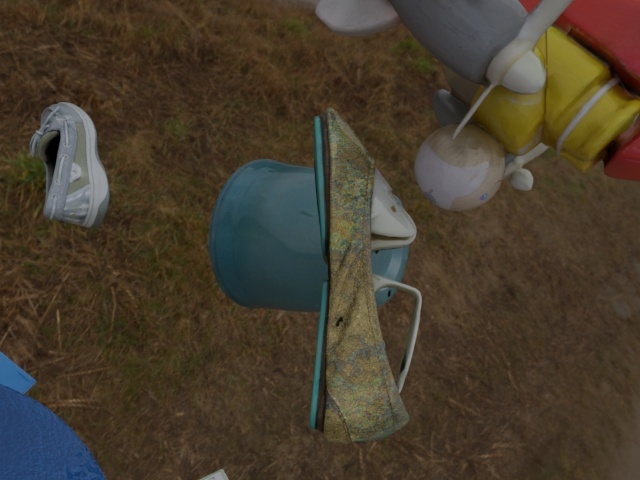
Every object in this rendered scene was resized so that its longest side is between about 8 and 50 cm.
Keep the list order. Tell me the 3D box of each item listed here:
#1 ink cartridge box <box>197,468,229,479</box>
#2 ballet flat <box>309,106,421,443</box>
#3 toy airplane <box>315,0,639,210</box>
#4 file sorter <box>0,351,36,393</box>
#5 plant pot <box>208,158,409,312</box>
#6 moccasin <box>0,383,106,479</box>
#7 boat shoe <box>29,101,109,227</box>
[{"bbox_3d":[-0.126,0.517,0.873,0.056,0.171,0.235,-17,40,-27],"label":"ink cartridge box"},{"bbox_3d":[0.047,0.029,0.567,0.123,0.123,0.348,9,75,-35],"label":"ballet flat"},{"bbox_3d":[0.153,-0.166,0.524,0.386,0.272,0.384,24,4,-26],"label":"toy airplane"},{"bbox_3d":[-0.503,0.224,0.730,0.118,0.104,0.170,45,55,-10],"label":"file sorter"},{"bbox_3d":[0.000,0.000,0.909,0.272,0.256,0.271,-14,107,-55],"label":"plant pot"},{"bbox_3d":[-0.327,0.183,0.465,0.342,0.116,0.138,30,28,11],"label":"moccasin"},{"bbox_3d":[-0.472,-0.150,0.984,0.103,0.118,0.320,6,44,-43],"label":"boat shoe"}]
